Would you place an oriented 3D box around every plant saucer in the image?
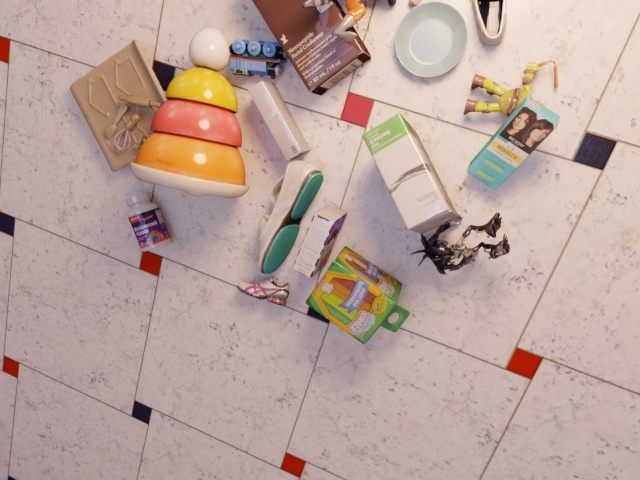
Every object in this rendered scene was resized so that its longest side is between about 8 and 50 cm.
[{"bbox_3d":[0.306,-0.553,1.293,0.195,0.037,0.194,4,105,14],"label":"plant saucer"}]

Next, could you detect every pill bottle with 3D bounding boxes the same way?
[{"bbox_3d":[-0.608,-0.067,1.637,0.108,0.108,0.193,-17,99,19],"label":"pill bottle"}]

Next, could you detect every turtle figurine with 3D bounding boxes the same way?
[{"bbox_3d":[0.505,-0.359,1.259,0.218,0.087,0.269,16,112,14],"label":"turtle figurine"}]

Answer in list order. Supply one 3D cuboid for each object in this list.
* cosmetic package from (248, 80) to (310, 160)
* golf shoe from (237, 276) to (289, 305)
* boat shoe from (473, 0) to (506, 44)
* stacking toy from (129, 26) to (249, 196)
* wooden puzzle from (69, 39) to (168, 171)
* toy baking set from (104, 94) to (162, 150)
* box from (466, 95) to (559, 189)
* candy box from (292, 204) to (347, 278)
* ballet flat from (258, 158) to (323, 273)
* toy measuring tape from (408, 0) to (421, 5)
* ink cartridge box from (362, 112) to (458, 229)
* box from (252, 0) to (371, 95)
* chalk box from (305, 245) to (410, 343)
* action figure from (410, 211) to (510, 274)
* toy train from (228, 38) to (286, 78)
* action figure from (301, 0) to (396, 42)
[{"bbox_3d":[-0.125,-0.366,1.431,0.061,0.099,0.239,-27,95,23],"label":"cosmetic package"},{"bbox_3d":[-0.195,0.165,1.612,0.186,0.067,0.085,13,80,13],"label":"golf shoe"},{"bbox_3d":[0.434,-0.649,1.205,0.096,0.088,0.267,-1,104,16],"label":"boat shoe"},{"bbox_3d":[-0.347,-0.380,1.384,0.351,0.350,0.479,15,98,12],"label":"stacking toy"},{"bbox_3d":[-0.646,-0.443,1.573,0.348,0.080,0.322,-22,97,24],"label":"wooden puzzle"},{"bbox_3d":[-0.605,-0.373,1.517,0.256,0.030,0.196,19,111,14],"label":"toy baking set"},{"bbox_3d":[0.507,-0.253,1.245,0.101,0.060,0.244,33,137,1],"label":"box"},{"bbox_3d":[0.000,0.000,1.453,0.070,0.165,0.196,26,110,10],"label":"candy box"},{"bbox_3d":[-0.122,-0.081,1.497,0.139,0.139,0.400,30,112,7],"label":"ballet flat"},{"bbox_3d":[0.227,-0.797,1.212,0.122,0.121,0.329,9,111,13],"label":"toy measuring tape"},{"bbox_3d":[0.250,-0.172,1.274,0.122,0.211,0.289,-28,77,20],"label":"ink cartridge box"},{"bbox_3d":[-0.039,-0.630,1.319,0.191,0.143,0.381,-32,92,21],"label":"box"},{"bbox_3d":[0.135,0.183,1.455,0.289,0.179,0.180,34,111,5],"label":"chalk box"},{"bbox_3d":[0.405,0.010,1.362,0.276,0.141,0.164,-15,109,45],"label":"action figure"},{"bbox_3d":[-0.192,-0.550,1.416,0.184,0.080,0.105,10,115,12],"label":"toy train"},{"bbox_3d":[0.061,-0.713,1.178,0.179,0.330,0.341,-7,132,28],"label":"action figure"}]
